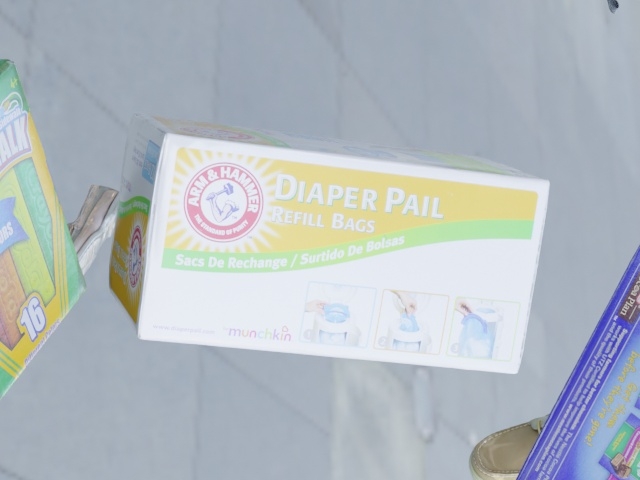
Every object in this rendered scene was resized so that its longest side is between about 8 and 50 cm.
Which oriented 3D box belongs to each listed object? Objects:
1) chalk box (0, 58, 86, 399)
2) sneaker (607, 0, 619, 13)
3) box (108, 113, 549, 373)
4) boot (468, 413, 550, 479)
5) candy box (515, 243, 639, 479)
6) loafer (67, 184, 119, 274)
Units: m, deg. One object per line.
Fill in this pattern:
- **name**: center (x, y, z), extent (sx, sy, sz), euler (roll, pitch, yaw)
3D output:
- **chalk box**: center (-0.243, -0.026, 0.968), extent (0.132, 0.132, 0.213), euler (-59, 143, -49)
- **sneaker**: center (0.173, -0.145, 0.899), extent (0.038, 0.098, 0.069), euler (107, 8, -58)
- **box**: center (0.000, 0.000, 0.875), extent (0.114, 0.203, 0.103), euler (-145, -118, -74)
- **boot**: center (0.256, 0.181, 1.703), extent (0.165, 0.213, 0.077), euler (84, -6, -56)
- **candy box**: center (0.341, 0.180, 1.279), extent (0.122, 0.317, 0.268), euler (3, 117, -56)
- **loafer**: center (-0.213, -0.006, 1.498), extent (0.125, 0.039, 0.045), euler (-60, 173, -49)
